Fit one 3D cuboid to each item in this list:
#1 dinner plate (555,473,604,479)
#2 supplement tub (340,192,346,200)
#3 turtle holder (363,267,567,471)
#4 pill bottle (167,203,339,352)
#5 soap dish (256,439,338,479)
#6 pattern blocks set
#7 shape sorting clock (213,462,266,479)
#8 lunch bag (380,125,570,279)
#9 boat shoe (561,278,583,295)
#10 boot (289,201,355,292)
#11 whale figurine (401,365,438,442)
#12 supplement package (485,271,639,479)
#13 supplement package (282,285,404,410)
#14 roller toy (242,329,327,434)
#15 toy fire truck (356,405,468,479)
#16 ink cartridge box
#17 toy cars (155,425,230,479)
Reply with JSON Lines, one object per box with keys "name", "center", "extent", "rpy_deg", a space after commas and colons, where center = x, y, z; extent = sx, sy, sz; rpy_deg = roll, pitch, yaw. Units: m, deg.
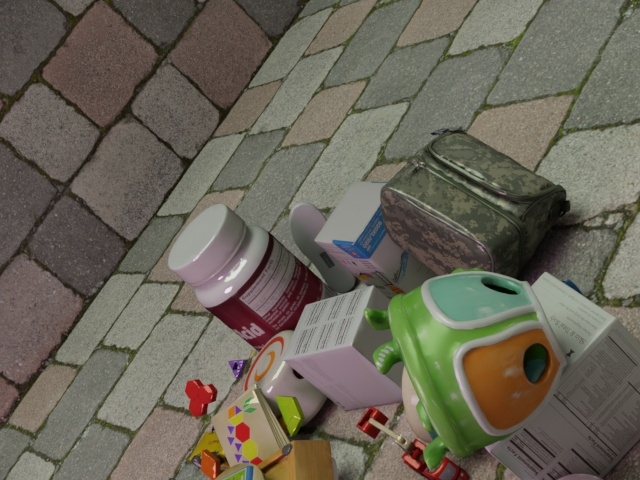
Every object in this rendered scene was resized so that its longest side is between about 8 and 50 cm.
{"name": "dinner plate", "center": [0.366, 0.399, 1.393], "extent": [0.141, 0.017, 0.141], "rpy_deg": [-12, 64, 26]}
{"name": "supplement tub", "center": [0.116, -0.036, 2.350], "extent": [0.144, 0.144, 0.200], "rpy_deg": [-40, 26, 16]}
{"name": "turtle holder", "center": [0.214, 0.159, 1.393], "extent": [0.227, 0.243, 0.320], "rpy_deg": [-26, -7, 8]}
{"name": "pill bottle", "center": [-0.143, 0.109, 2.258], "extent": [0.224, 0.392, 0.224], "rpy_deg": [-37, 27, 22]}
{"name": "soap dish", "center": [-0.071, 0.529, 1.823], "extent": [0.229, 0.118, 0.291], "rpy_deg": [-38, 34, 25]}
{"name": "pattern blocks set", "center": [-0.145, 0.405, 2.039], "extent": [0.285, 0.026, 0.325], "rpy_deg": [-28, 72, 30]}
{"name": "shape sorting clock", "center": [-0.173, 0.507, 1.827], "extent": [0.206, 0.040, 0.206], "rpy_deg": [-31, 33, 23]}
{"name": "lunch bag", "center": [0.299, -0.070, 1.941], "extent": [0.305, 0.213, 0.256], "rpy_deg": [34, 64, 30]}
{"name": "boat shoe", "center": [0.372, 0.179, 1.714], "extent": [0.258, 0.109, 0.089], "rpy_deg": [-43, 12, -32]}
{"name": "boot", "center": [0.000, 0.000, 2.358], "extent": [0.095, 0.258, 0.123], "rpy_deg": [-25, 26, 8]}
{"name": "whale figurine", "center": [0.248, 0.236, 1.710], "extent": [0.141, 0.216, 0.272], "rpy_deg": [-4, 19, 33]}
{"name": "supplement package", "center": [0.359, 0.231, 1.513], "extent": [0.263, 0.198, 0.199], "rpy_deg": [-47, 26, 1]}
{"name": "supplement package", "center": [0.076, 0.219, 1.983], "extent": [0.203, 0.194, 0.149], "rpy_deg": [-19, 38, 45]}
{"name": "roller toy", "center": [-0.062, 0.305, 2.136], "extent": [0.191, 0.146, 0.209], "rpy_deg": [-55, 17, 3]}
{"name": "toy fire truck", "center": [0.157, 0.362, 1.717], "extent": [0.047, 0.135, 0.192], "rpy_deg": [-53, 25, -11]}
{"name": "ink cartridge box", "center": [0.147, 0.007, 2.136], "extent": [0.168, 0.232, 0.171], "rpy_deg": [-57, 26, -15]}
{"name": "toy cars", "center": [-0.282, 0.539, 2.227], "extent": [0.393, 0.087, 0.176], "rpy_deg": [-44, 14, 16]}
